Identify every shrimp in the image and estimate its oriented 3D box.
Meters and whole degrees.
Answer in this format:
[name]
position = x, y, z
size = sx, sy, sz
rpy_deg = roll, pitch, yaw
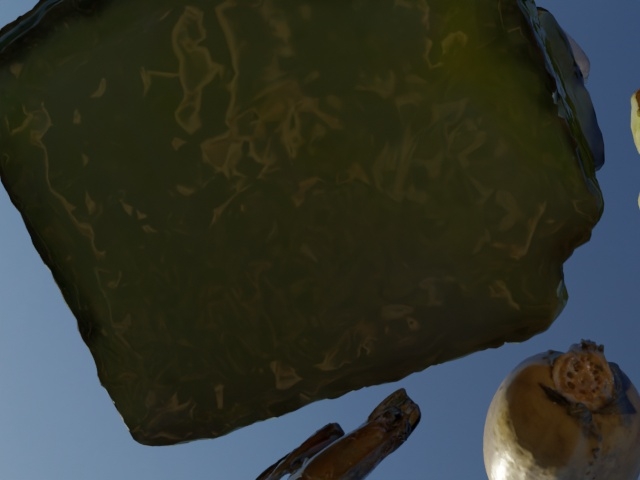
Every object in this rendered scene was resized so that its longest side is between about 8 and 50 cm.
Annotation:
[shrimp]
position = 0.002, 0.260, 1.196
size = 0.253, 0.058, 0.173
rpy_deg = -34, -171, -27

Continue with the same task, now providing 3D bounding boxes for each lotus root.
[lotus root]
position = 0.283, 0.255, 1.207
size = 0.183, 0.310, 0.183
rpy_deg = -2, -134, 2

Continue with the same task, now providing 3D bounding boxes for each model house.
[model house]
position = 0.007, -0.052, 0.425
size = 0.194, 0.170, 0.211
rpy_deg = -23, -169, 20

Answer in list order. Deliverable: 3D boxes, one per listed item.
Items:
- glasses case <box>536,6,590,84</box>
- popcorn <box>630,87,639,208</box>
[glasses case]
position = 0.183, -0.179, 0.918
size = 0.164, 0.063, 0.041
rpy_deg = -118, -159, -49
[popcorn]
position = 0.325, -0.033, 0.675
size = 0.255, 0.256, 0.195
rpy_deg = 15, -131, 12
